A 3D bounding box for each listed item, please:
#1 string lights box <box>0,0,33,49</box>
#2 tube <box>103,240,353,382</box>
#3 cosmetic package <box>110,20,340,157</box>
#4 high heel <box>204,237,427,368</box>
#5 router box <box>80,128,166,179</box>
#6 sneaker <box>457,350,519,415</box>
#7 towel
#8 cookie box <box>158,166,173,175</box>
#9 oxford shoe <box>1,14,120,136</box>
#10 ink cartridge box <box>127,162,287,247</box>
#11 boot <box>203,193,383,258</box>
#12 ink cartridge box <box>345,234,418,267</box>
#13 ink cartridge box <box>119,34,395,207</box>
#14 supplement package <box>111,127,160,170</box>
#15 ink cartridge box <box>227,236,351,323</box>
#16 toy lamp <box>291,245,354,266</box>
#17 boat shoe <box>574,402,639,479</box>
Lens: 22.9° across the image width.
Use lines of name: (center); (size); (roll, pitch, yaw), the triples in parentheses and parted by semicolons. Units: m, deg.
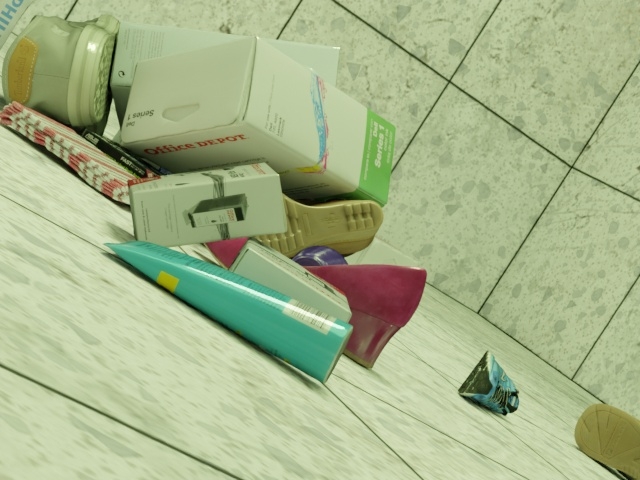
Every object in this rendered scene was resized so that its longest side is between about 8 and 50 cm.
string lights box: (-0.439, -0.283, 2.028); (0.077, 0.133, 0.260); (32, 2, -17)
tube: (-0.075, 0.046, 1.286); (0.207, 0.052, 0.080); (27, 0, 7)
cosmetic package: (-0.130, -0.184, 2.160); (0.284, 0.097, 0.377); (9, -11, -3)
high heel: (-0.010, 0.022, 1.640); (0.244, 0.117, 0.082); (34, 3, 25)
router box: (-0.221, -0.078, 1.857); (0.122, 0.038, 0.092); (34, 2, 22)
sneaker: (0.220, 0.182, 1.969); (0.073, 0.063, 0.162); (36, 4, 11)
towel: (-0.250, -0.080, 1.736); (0.197, 0.029, 0.144); (36, 4, 22)
cookie box: (-0.158, -0.051, 2.058); (0.107, 0.040, 0.092); (34, 3, 21)
oxford shoe: (-0.330, -0.217, 2.047); (0.130, 0.169, 0.449); (7, 5, -3)
ink cartridge box: (-0.106, -0.033, 1.454); (0.135, 0.056, 0.099); (-8, 11, -9)
boot: (-0.062, -0.003, 1.902); (0.248, 0.090, 0.207); (-1, -12, -21)
ink cartridge box: (0.000, 0.000, 2.282); (0.237, 0.100, 0.172); (33, 3, 29)
ink cartridge box: (-0.072, -0.127, 1.909); (0.201, 0.117, 0.278); (-7, -24, 38)
supplement package: (-0.175, -0.142, 2.422); (0.244, 0.139, 0.134); (33, 4, 1)
ink cartridge box: (-0.034, 0.053, 1.400); (0.109, 0.063, 0.150); (32, 2, -4)
toy lamp: (0.014, 0.050, 1.830); (0.080, 0.080, 0.275); (33, 3, 12)
boat shoe: (0.476, 0.312, 2.163); (0.092, 0.102, 0.285); (23, 3, -45)
